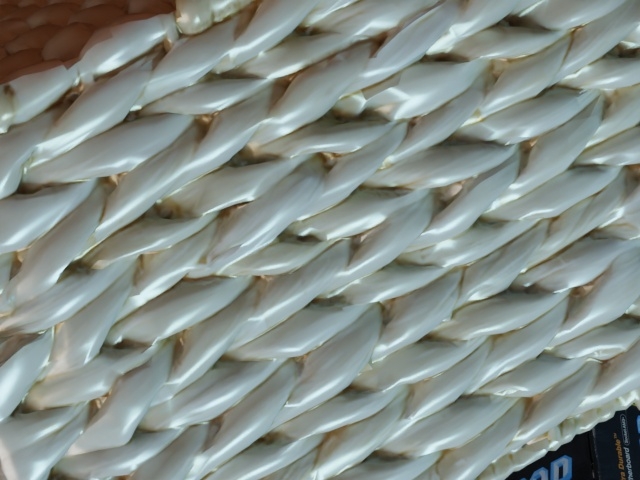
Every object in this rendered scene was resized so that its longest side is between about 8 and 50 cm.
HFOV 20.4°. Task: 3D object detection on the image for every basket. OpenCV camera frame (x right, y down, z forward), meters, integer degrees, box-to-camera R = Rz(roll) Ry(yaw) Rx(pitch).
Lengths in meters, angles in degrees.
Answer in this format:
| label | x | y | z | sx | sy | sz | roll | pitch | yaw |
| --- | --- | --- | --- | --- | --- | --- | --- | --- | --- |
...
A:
| label | x | y | z | sx | sy | sz | roll | pitch | yaw |
| --- | --- | --- | --- | --- | --- | --- | --- | --- | --- |
| basket | 0.000 | 0.000 | 0.701 | 0.266 | 0.328 | 0.331 | 65 | 168 | -15 |

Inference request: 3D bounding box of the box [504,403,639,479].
| label | x | y | z | sx | sy | sz | roll | pitch | yaw |
| --- | --- | --- | --- | --- | --- | --- | --- | --- | --- |
| box | 0.111 | 0.155 | 0.953 | 0.220 | 0.051 | 0.175 | 137 | 134 | -57 |
